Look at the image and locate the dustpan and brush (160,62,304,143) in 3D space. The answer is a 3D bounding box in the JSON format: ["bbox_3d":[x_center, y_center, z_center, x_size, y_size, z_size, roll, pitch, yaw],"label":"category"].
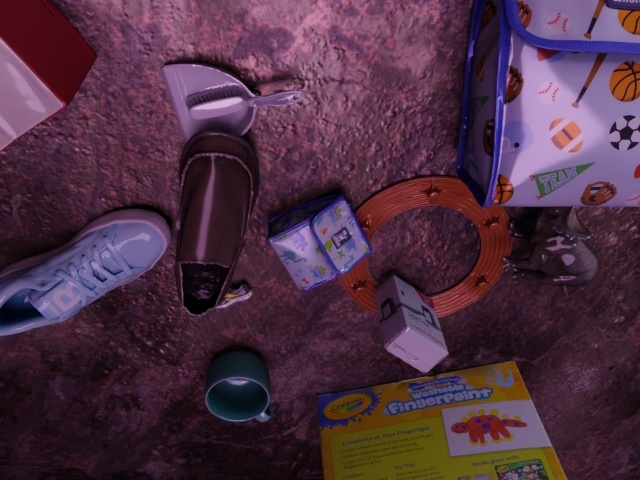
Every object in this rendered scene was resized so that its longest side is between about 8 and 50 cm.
[{"bbox_3d":[-0.129,-0.215,1.036,0.211,0.060,0.147,-11,125,3],"label":"dustpan and brush"}]

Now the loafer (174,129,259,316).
[{"bbox_3d":[-0.176,-0.012,1.120,0.134,0.130,0.365,4,129,-8],"label":"loafer"}]

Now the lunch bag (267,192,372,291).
[{"bbox_3d":[0.000,0.000,1.178,0.151,0.096,0.128,-25,117,8],"label":"lunch bag"}]

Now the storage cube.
[{"bbox_3d":[-0.451,-0.242,0.909,0.184,0.193,0.215,-29,121,15],"label":"storage cube"}]

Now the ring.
[{"bbox_3d":[0.197,0.030,1.257,0.337,0.032,0.336,-2,126,-3],"label":"ring"}]

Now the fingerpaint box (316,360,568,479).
[{"bbox_3d":[0.232,0.461,1.356,0.445,0.371,0.163,-11,123,2],"label":"fingerpaint box"}]

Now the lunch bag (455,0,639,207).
[{"bbox_3d":[0.380,-0.246,0.943,0.328,0.239,0.385,1,111,-3],"label":"lunch bag"}]

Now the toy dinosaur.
[{"bbox_3d":[0.431,0.036,1.210,0.161,0.121,0.313,-2,135,35],"label":"toy dinosaur"}]

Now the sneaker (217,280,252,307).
[{"bbox_3d":[-0.173,0.102,1.279,0.083,0.031,0.035,-21,111,4],"label":"sneaker"}]

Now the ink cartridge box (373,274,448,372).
[{"bbox_3d":[0.164,0.152,1.229,0.109,0.150,0.063,33,116,-25],"label":"ink cartridge box"}]

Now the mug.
[{"bbox_3d":[-0.168,0.300,1.373,0.130,0.097,0.157,-3,126,-4],"label":"mug"}]

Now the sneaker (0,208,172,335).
[{"bbox_3d":[-0.421,0.075,1.160,0.366,0.150,0.135,-26,124,13],"label":"sneaker"}]
